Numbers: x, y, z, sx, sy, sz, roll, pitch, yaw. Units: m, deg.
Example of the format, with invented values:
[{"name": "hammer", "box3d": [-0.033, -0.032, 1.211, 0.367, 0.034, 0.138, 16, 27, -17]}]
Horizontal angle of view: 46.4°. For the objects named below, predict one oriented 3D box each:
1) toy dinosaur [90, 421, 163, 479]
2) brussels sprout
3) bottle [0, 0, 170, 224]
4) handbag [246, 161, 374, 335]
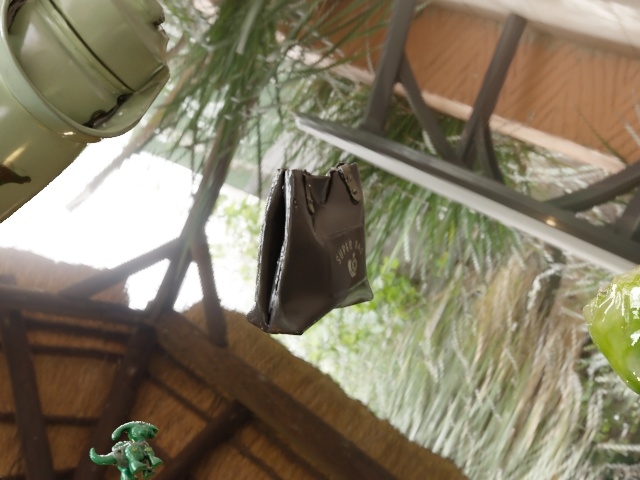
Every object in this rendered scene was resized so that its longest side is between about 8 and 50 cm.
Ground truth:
[{"name": "toy dinosaur", "box3d": [-0.315, 0.345, 1.224, 0.132, 0.059, 0.096, 1, -136, -47]}, {"name": "brussels sprout", "box3d": [0.292, 0.064, 0.570, 0.149, 0.151, 0.122, 5, -124, -42]}, {"name": "bottle", "box3d": [-0.313, -0.187, 0.848, 0.229, 0.352, 0.229, 54, -177, -3]}, {"name": "handbag", "box3d": [0.000, 0.000, 1.379, 0.152, 0.287, 0.342, 5, -168, 28]}]
